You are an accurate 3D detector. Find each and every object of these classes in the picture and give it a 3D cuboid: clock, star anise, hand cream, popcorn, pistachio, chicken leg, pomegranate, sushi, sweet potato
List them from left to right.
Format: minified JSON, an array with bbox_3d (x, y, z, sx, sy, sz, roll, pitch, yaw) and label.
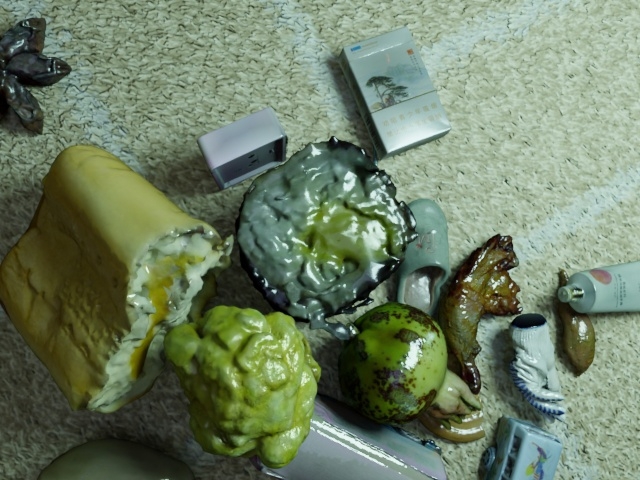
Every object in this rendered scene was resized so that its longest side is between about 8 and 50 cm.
[{"bbox_3d":[-0.587,-0.309,1.094,0.214,0.099,0.219,-15,87,4],"label":"star anise"},{"bbox_3d":[-0.367,0.453,1.016,0.288,0.166,0.197,2,71,-4],"label":"pistachio"},{"bbox_3d":[-0.117,0.216,0.889,0.242,0.250,0.234,20,66,21],"label":"popcorn"},{"bbox_3d":[-0.140,-0.166,1.068,0.150,0.197,0.063,-26,87,-6],"label":"clock"},{"bbox_3d":[-0.001,-0.001,1.019,0.281,0.294,0.299,43,84,0],"label":"sushi"},{"bbox_3d":[0.164,0.239,1.042,0.277,0.204,0.221,29,74,17],"label":"pomegranate"},{"bbox_3d":[0.314,0.134,1.132,0.177,0.083,0.322,40,70,-17],"label":"chicken leg"},{"bbox_3d":[0.519,0.170,1.165,0.068,0.068,0.226,-8,86,-5],"label":"sweet potato"},{"bbox_3d":[0.624,0.095,1.159,0.341,0.078,0.124,-4,84,-19],"label":"hand cream"}]

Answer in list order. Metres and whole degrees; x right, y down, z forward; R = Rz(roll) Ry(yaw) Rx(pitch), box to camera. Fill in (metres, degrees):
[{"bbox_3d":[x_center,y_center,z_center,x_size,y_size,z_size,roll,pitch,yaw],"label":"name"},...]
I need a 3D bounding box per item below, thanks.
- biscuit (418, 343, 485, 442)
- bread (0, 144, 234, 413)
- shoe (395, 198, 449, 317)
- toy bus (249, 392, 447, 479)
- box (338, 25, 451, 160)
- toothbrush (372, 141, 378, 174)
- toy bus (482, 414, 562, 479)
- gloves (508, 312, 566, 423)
[{"bbox_3d":[0.246,0.297,1.149,0.145,0.033,0.224,-9,86,-6],"label":"biscuit"},{"bbox_3d":[-0.345,0.037,0.974,0.394,0.250,0.361,39,107,27],"label":"bread"},{"bbox_3d":[0.203,0.039,1.131,0.103,0.100,0.250,2,89,-5],"label":"shoe"},{"bbox_3d":[0.042,0.394,1.061,0.387,0.162,0.171,26,85,-2],"label":"toy bus"},{"bbox_3d":[0.148,-0.297,1.162,0.150,0.067,0.233,-21,86,-12],"label":"box"},{"bbox_3d":[0.110,-0.161,1.182,0.014,0.011,0.166,-2,86,1],"label":"toothbrush"},{"bbox_3d":[0.357,0.511,1.089,0.109,0.136,0.329,20,83,-1],"label":"toy bus"},{"bbox_3d":[0.427,0.254,1.129,0.119,0.097,0.229,-22,94,-39],"label":"gloves"}]
